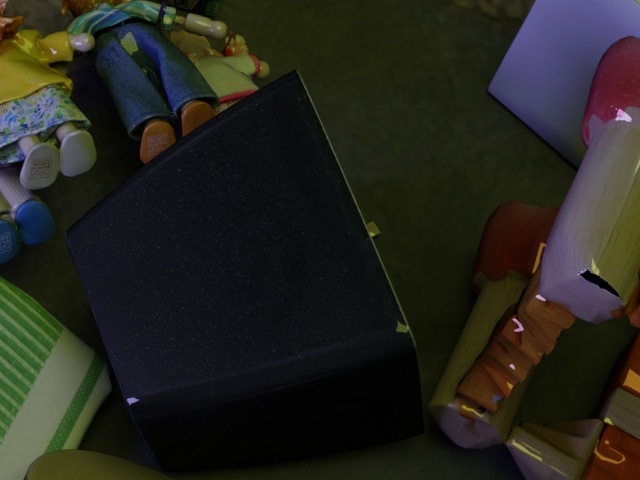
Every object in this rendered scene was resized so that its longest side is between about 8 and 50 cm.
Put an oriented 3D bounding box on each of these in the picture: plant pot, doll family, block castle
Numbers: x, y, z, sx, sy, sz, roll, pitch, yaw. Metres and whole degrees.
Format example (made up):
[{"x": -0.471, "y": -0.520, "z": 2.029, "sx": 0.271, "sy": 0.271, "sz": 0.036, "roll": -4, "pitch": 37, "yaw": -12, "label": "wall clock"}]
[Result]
[{"x": -0.049, "y": 0.040, "z": 1.200, "sx": 0.167, "sy": 0.188, "sz": 0.187, "roll": -21, "pitch": 68, "yaw": -3, "label": "plant pot"}, {"x": -0.148, "y": -0.108, "z": 1.262, "sx": 0.263, "sy": 0.118, "sz": 0.163, "roll": -19, "pitch": 48, "yaw": -21, "label": "doll family"}, {"x": 0.317, "y": 0.081, "z": 1.195, "sx": 0.453, "sy": 0.303, "sz": 0.212, "roll": 28, "pitch": 61, "yaw": 0, "label": "block castle"}]

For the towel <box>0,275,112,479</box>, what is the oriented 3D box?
[{"x": -0.301, "y": 0.085, "z": 1.154, "sx": 0.325, "sy": 0.038, "sz": 0.248, "roll": 33, "pitch": 62, "yaw": -13, "label": "towel"}]

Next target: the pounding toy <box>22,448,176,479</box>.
[{"x": -0.127, "y": 0.214, "z": 1.123, "sx": 0.183, "sy": 0.110, "sz": 0.237, "roll": 38, "pitch": 15, "yaw": 33, "label": "pounding toy"}]

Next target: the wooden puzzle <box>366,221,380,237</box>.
[{"x": 0.000, "y": 0.000, "z": 1.323, "sx": 0.083, "sy": 0.006, "sz": 0.049, "roll": -3, "pitch": 66, "yaw": -14, "label": "wooden puzzle"}]

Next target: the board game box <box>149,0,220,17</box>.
[{"x": -0.187, "y": -0.247, "z": 1.385, "sx": 0.260, "sy": 0.030, "sz": 0.136, "roll": 12, "pitch": 61, "yaw": -7, "label": "board game box"}]

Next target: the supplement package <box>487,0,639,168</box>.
[{"x": 0.252, "y": -0.162, "z": 1.353, "sx": 0.149, "sy": 0.194, "sz": 0.203, "roll": 41, "pitch": 63, "yaw": 8, "label": "supplement package"}]
